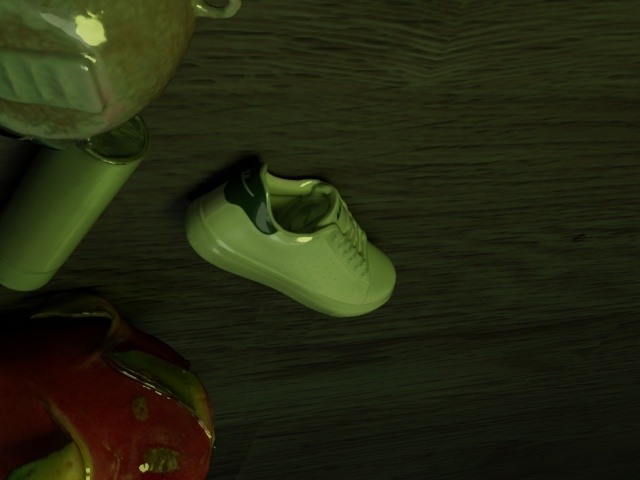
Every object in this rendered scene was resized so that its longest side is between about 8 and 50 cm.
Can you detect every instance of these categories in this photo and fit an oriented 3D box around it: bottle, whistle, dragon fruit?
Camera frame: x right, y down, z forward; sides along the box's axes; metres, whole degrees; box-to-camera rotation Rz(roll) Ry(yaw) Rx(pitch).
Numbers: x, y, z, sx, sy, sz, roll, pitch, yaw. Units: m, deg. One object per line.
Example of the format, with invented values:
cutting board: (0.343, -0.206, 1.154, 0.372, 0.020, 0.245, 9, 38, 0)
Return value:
bottle: (-0.219, -0.036, 0.854, 0.072, 0.072, 0.201, 9, 143, -36)
whistle: (-0.214, -0.160, 0.600, 0.348, 0.189, 0.189, 4, 151, 8)
dragon fruit: (-0.284, 0.201, 1.015, 0.305, 0.305, 0.226, -28, 145, 22)

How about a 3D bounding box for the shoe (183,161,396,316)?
shoe: (0.000, 0.000, 0.992, 0.265, 0.095, 0.110, 17, 137, -39)
